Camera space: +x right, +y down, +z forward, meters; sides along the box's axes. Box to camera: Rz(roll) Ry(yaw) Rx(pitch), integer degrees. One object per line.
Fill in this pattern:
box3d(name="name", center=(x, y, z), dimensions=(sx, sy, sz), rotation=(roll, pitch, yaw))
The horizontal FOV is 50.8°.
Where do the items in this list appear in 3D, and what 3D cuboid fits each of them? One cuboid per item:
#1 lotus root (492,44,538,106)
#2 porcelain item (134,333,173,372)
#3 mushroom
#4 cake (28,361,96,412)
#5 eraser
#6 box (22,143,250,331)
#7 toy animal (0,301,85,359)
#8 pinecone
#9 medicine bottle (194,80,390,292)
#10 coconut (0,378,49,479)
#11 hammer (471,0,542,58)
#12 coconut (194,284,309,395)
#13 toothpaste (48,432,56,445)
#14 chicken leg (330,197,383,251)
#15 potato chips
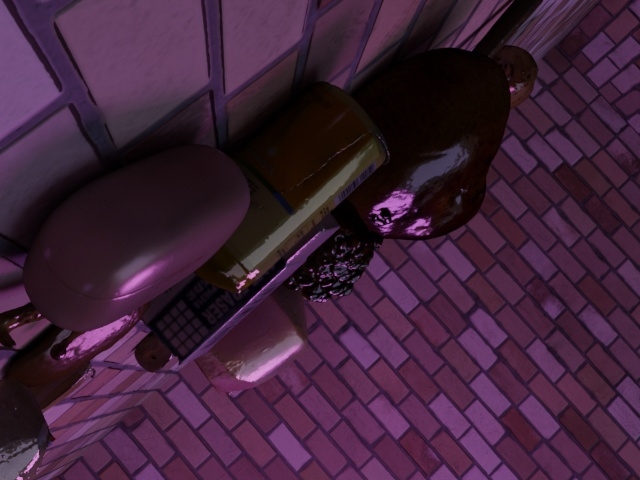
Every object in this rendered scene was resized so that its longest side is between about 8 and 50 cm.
box3d(name="lotus root", center=(0.456, -0.399, 1.664), dimensions=(0.160, 0.146, 0.284), rotation=(-22, 177, 23))
box3d(name="porcelain item", center=(-0.313, 0.207, 1.440), dimensions=(0.081, 0.069, 0.215), rotation=(-48, 179, 17))
box3d(name="mushroom", center=(0.120, -0.143, 1.021), dimensions=(0.345, 0.260, 0.345), rotation=(-25, 148, -17))
box3d(name="cake", center=(-0.361, 0.197, 0.890), dimensions=(0.121, 0.052, 0.065), rotation=(-40, 178, -26))
box3d(name="eraser", center=(-0.117, 0.028, 0.890), dimensions=(0.287, 0.130, 0.086), rotation=(-42, 173, 20))
box3d(name="box", center=(-0.142, -0.005, 0.547), dimensions=(0.146, 0.088, 0.200), rotation=(-46, 175, 39))
box3d(name="toy animal", center=(-0.231, 0.059, 0.643), dimensions=(0.149, 0.054, 0.275), rotation=(-38, 178, -7))
box3d(name="pinecone", center=(-0.001, 0.000, 1.234), dimensions=(0.201, 0.202, 0.229), rotation=(-114, -145, -82))
box3d(name="medicine bottle", center=(-0.049, -0.052, 0.709), dimensions=(0.239, 0.124, 0.124), rotation=(-41, 176, -8))
box3d(name="coconut", center=(-0.330, 0.200, 0.670), dimensions=(0.122, 0.116, 0.116), rotation=(-9, -179, 9))
box3d(name="hammer", center=(0.248, -0.277, 1.240), dimensions=(0.440, 0.044, 0.168), rotation=(-49, -142, 7))
box3d(name="coconut", center=(-0.140, 0.158, 1.291), dimensions=(0.245, 0.233, 0.233), rotation=(-35, 174, -16))
box3d(name="toothpaste", center=(-0.554, 0.395, 1.207), dimensions=(0.034, 0.046, 0.164), rotation=(-42, 176, 42))
box3d(name="chicken leg", center=(-0.010, -0.037, 0.905), dimensions=(0.205, 0.093, 0.053), rotation=(3, 177, 32))
box3d(name="potato chips", center=(-0.286, 0.119, 0.821), dimensions=(0.201, 0.049, 0.150), rotation=(-33, 167, -26))
